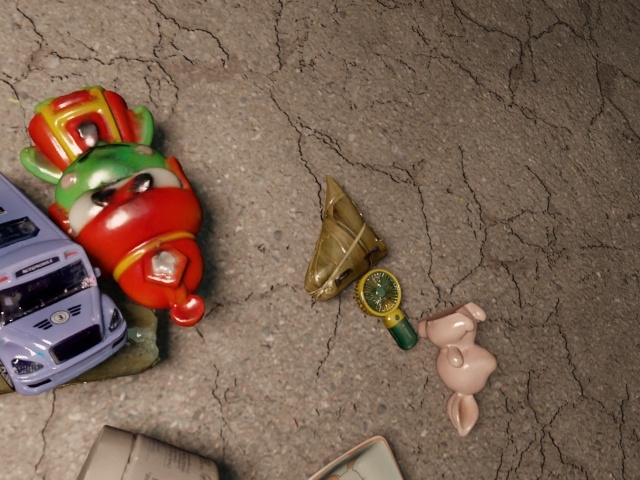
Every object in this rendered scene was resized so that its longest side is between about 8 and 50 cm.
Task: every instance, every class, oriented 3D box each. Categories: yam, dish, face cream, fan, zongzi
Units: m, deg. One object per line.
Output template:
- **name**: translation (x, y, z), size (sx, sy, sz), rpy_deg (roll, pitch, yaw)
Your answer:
- **yam**: translation (-0.341, 0.135, 0.603), size (0.258, 0.106, 0.106), rpy_deg (-4, 77, -24)
- **dish**: translation (0.067, 0.430, 0.718), size (0.153, 0.064, 0.235), rpy_deg (-20, 83, -27)
- **face cream**: translation (-0.219, 0.326, 0.559), size (0.152, 0.177, 0.178), rpy_deg (26, 67, -15)
- **fan**: translation (0.117, 0.124, 0.842), size (0.082, 0.039, 0.155), rpy_deg (-33, 91, -28)
- **zongzi**: translation (0.000, 0.000, 0.800), size (0.189, 0.081, 0.178), rpy_deg (-34, 91, -29)

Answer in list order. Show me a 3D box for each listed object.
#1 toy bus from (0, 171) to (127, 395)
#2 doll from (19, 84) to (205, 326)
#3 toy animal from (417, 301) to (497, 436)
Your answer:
- **toy bus**: translation (-0.349, 0.031, 0.544), size (0.292, 0.133, 0.125), rpy_deg (34, 42, 26)
- **doll**: translation (-0.257, -0.039, 0.646), size (0.182, 0.160, 0.363), rpy_deg (-27, 71, -26)
- **toy animal**: translation (0.254, 0.221, 0.836), size (0.124, 0.124, 0.213), rpy_deg (-15, 88, -26)
